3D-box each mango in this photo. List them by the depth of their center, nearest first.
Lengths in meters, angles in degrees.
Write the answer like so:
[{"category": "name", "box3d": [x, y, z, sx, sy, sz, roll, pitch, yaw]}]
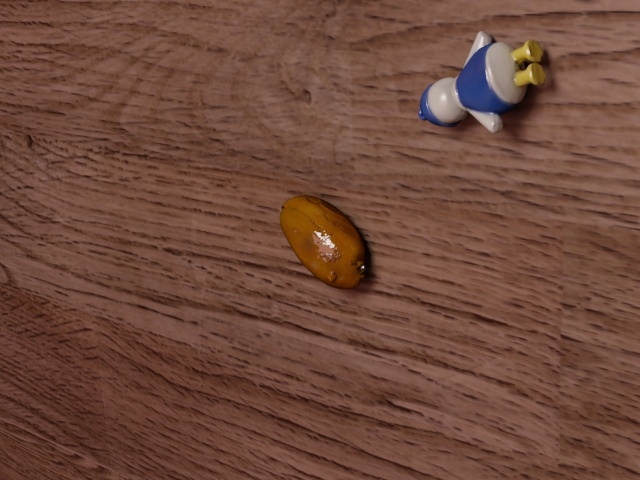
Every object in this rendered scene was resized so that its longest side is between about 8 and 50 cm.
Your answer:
[{"category": "mango", "box3d": [0.000, 0.000, 1.165, 0.127, 0.063, 0.077, 48, 138, 20]}]

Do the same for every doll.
[{"category": "doll", "box3d": [0.141, -0.138, 0.989, 0.143, 0.058, 0.098, -23, 67, 46]}]
